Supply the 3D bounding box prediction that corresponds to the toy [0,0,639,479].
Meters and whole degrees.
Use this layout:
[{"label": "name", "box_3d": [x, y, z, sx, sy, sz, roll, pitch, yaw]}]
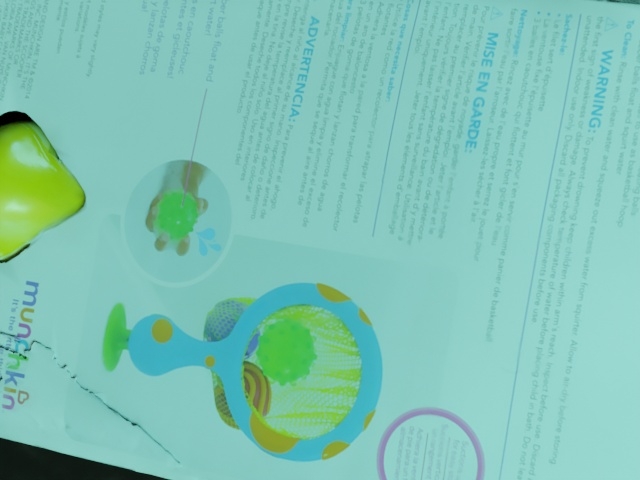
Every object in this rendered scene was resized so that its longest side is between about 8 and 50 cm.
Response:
[{"label": "toy", "box_3d": [0.000, 0.000, 0.463, 0.237, 0.056, 0.137, 10, 89, 21]}]
